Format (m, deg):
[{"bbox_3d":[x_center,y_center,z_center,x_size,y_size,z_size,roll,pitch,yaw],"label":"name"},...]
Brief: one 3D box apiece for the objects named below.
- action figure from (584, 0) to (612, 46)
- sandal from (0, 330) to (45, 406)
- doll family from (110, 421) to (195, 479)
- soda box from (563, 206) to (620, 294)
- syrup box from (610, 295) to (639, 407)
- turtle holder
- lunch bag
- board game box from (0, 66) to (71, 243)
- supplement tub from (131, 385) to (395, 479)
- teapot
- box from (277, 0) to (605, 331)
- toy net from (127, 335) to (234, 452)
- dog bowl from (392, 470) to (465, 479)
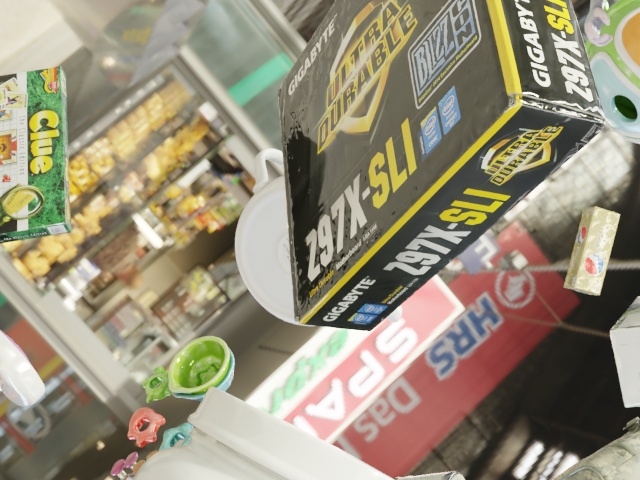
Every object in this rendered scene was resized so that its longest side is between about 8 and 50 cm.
[{"bbox_3d":[0.413,-0.329,0.931,0.276,0.370,0.248,-54,-166,-26],"label":"action figure"},{"bbox_3d":[-0.524,0.070,1.301,0.102,0.416,0.169,-39,168,-29],"label":"sandal"},{"bbox_3d":[-0.235,0.427,1.566,0.263,0.163,0.118,-31,-157,9],"label":"doll family"},{"bbox_3d":[0.579,0.022,1.919,0.058,0.061,0.181,166,-60,-83],"label":"soda box"},{"bbox_3d":[0.429,0.125,1.106,0.093,0.096,0.237,-11,180,27],"label":"syrup box"},{"bbox_3d":[0.563,-0.253,1.521,0.227,0.243,0.320,-92,-168,-46],"label":"turtle holder"},{"bbox_3d":[0.588,0.493,1.596,0.256,0.305,0.212,-23,159,-31],"label":"lunch bag"},{"bbox_3d":[-0.402,-0.115,1.188,0.136,0.260,0.030,-9,151,-5],"label":"board game box"},{"bbox_3d":[-0.067,0.285,0.624,0.316,0.228,0.228,-62,-166,-13],"label":"supplement tub"},{"bbox_3d":[0.000,0.000,1.404,0.252,0.256,0.187,10,-165,22],"label":"teapot"},{"bbox_3d":[0.066,-0.108,0.706,0.322,0.079,0.257,132,-41,-51],"label":"box"},{"bbox_3d":[-0.145,0.201,0.861,0.122,0.045,0.232,-11,-136,16],"label":"toy net"},{"bbox_3d":[0.145,0.589,1.519,0.150,0.408,0.408,3,-153,20],"label":"dog bowl"}]
